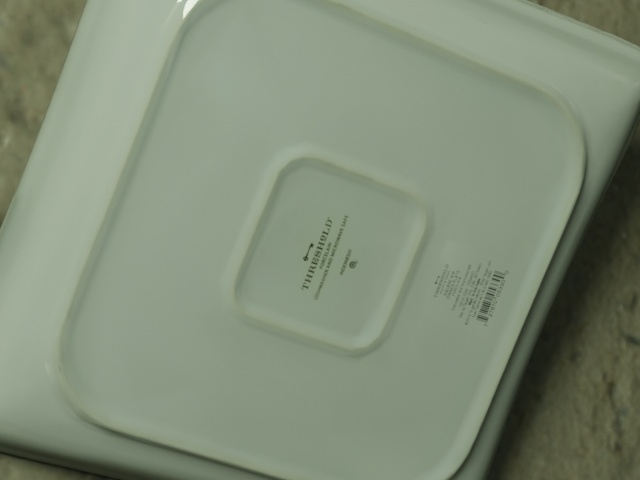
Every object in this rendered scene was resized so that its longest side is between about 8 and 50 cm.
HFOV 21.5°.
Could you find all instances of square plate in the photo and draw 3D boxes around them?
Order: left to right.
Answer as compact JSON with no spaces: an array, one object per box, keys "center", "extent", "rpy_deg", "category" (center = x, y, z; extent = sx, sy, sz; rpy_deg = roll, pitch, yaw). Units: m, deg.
[{"center":[0.000,0.000,0.953],"extent":[0.344,0.049,0.347],"rpy_deg":[20,97,-22],"category":"square plate"}]
